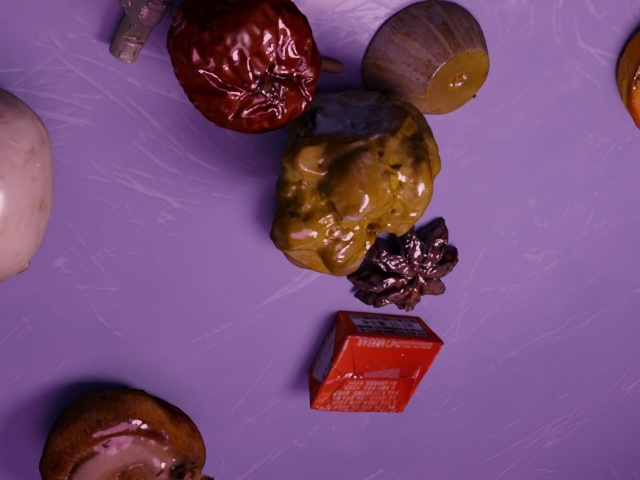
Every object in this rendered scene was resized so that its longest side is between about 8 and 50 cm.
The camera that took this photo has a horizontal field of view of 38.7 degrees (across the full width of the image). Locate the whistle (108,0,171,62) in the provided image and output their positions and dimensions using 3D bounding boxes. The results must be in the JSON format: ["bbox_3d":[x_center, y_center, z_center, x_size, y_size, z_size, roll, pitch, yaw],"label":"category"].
[{"bbox_3d":[-0.239,-0.370,1.323,0.126,0.067,0.258,5,134,-39],"label":"whistle"}]

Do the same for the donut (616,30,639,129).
[{"bbox_3d":[0.658,-0.305,1.665,0.254,0.118,0.253,-9,130,-11],"label":"donut"}]

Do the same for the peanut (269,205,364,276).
[{"bbox_3d":[0.000,0.000,1.695,0.224,0.129,0.129,27,117,-37],"label":"peanut"}]

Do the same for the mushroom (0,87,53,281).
[{"bbox_3d":[-0.568,-0.086,1.339,0.336,0.314,0.314,4,131,4],"label":"mushroom"}]

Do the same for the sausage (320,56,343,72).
[{"bbox_3d":[-0.022,-0.294,1.494,0.132,0.024,0.024,6,127,-23],"label":"sausage"}]

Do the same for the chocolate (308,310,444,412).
[{"bbox_3d":[0.111,0.264,1.981,0.238,0.108,0.234,7,128,-23],"label":"chocolate"}]

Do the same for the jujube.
[{"bbox_3d":[-0.114,-0.272,1.347,0.213,0.213,0.232,-28,139,6],"label":"jujube"}]

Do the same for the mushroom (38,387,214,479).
[{"bbox_3d":[-0.397,0.450,1.857,0.346,0.259,0.345,-10,132,-12],"label":"mushroom"}]

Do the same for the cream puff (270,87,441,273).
[{"bbox_3d":[0.057,-0.090,1.488,0.275,0.323,0.269,0,124,3],"label":"cream puff"}]

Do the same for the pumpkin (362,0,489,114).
[{"bbox_3d":[0.193,-0.284,1.530,0.218,0.110,0.217,-14,132,-16],"label":"pumpkin"}]

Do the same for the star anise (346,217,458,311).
[{"bbox_3d":[0.171,0.063,1.829,0.236,0.109,0.223,-28,138,3],"label":"star anise"}]
